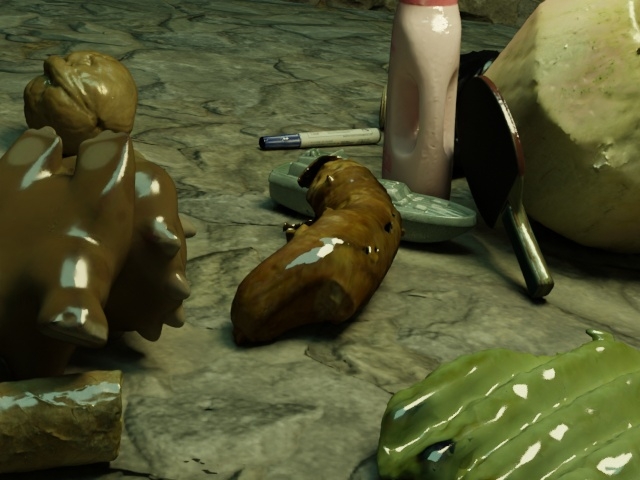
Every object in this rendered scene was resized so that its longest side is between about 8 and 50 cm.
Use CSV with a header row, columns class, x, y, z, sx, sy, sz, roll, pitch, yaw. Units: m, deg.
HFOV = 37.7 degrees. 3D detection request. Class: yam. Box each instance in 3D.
class,x,y,z,sx,sy,sz,roll,pitch,yaw
yam,-0.277,0.127,0.607,0.299,0.066,0.066,-2,24,-20

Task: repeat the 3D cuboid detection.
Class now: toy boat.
class,x,y,z,sx,sy,sz,roll,pitch,yaw
toy boat,0.062,-0.054,1.116,0.260,0.085,0.078,16,23,22

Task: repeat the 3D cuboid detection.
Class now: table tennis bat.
class,x,y,z,sx,sy,sz,roll,pitch,yaw
table tennis bat,0.202,-0.061,1.046,0.021,0.154,0.274,-9,60,-11

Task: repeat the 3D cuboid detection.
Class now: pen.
class,x,y,z,sx,sy,sz,roll,pitch,yaw
pen,0.001,-0.154,1.426,0.204,0.025,0.025,-7,26,-28

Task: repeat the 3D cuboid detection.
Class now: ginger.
class,x,y,z,sx,sy,sz,roll,pitch,yaw
ginger,0.014,0.004,0.942,0.133,0.107,0.309,22,27,1

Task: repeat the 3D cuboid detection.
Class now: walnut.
class,x,y,z,sx,sy,sz,roll,pitch,yaw
walnut,-0.320,-0.183,1.266,0.166,0.149,0.166,-19,36,14

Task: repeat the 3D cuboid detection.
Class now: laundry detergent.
class,x,y,z,sx,sy,sz,roll,pitch,yaw
laundry detergent,0.126,-0.201,1.154,0.087,0.335,0.159,-1,23,-6

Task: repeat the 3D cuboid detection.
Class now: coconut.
class,x,y,z,sx,sy,sz,roll,pitch,yaw
coconut,0.355,-0.141,1.144,0.352,0.353,0.353,5,22,-2

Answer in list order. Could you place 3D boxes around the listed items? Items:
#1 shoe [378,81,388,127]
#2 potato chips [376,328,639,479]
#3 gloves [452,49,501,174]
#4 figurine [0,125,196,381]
class,x,y,z,sx,sy,sz,roll,pitch,yaw
shoe,0.160,-0.241,1.594,0.092,0.089,0.180,11,25,14
potato chips,0.254,0.168,0.617,0.389,0.097,0.373,-2,18,-16
gloves,0.206,-0.188,1.400,0.197,0.152,0.301,-2,20,35
figurine,-0.193,0.031,0.756,0.177,0.173,0.247,-12,47,7
